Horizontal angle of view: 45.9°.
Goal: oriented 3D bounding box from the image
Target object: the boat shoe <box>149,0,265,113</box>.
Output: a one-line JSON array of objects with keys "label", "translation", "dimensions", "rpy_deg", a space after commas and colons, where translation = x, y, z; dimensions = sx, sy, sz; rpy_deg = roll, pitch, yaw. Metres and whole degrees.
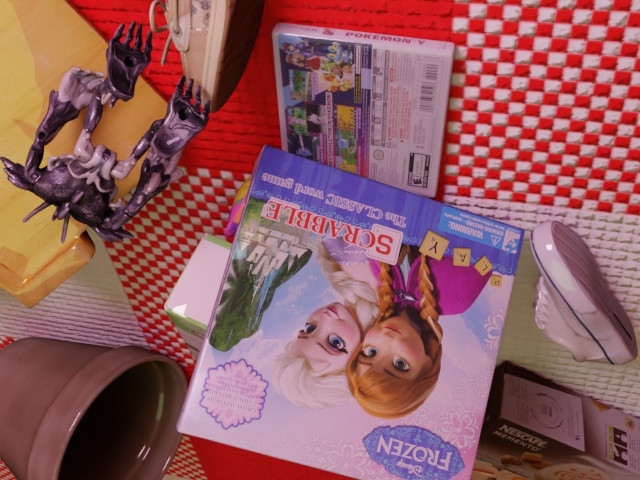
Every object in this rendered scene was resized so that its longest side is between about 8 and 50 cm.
[{"label": "boat shoe", "translation": [-0.105, -0.251, 0.692], "dimensions": [0.089, 0.104, 0.285], "rpy_deg": [18, 131, 8]}]

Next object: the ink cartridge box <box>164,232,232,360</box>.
[{"label": "ink cartridge box", "translation": [-0.075, 0.121, 1.008], "dimensions": [0.198, 0.115, 0.273], "rpy_deg": [23, 160, 8]}]

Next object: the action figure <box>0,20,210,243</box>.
[{"label": "action figure", "translation": [-0.217, -0.096, 0.783], "dimensions": [0.164, 0.141, 0.275], "rpy_deg": [39, 138, -19]}]

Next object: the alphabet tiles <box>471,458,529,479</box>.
[{"label": "alphabet tiles", "translation": [0.245, 0.431, 1.391], "dimensions": [0.278, 0.021, 0.284], "rpy_deg": [11, 140, 9]}]

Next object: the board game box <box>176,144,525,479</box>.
[{"label": "board game box", "translation": [0.040, 0.094, 0.837], "dimensions": [0.318, 0.318, 0.066], "rpy_deg": [16, 168, -8]}]

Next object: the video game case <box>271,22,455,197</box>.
[{"label": "video game case", "translation": [0.044, -0.136, 0.820], "dimensions": [0.183, 0.023, 0.201], "rpy_deg": [9, 140, 10]}]

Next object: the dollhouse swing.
[{"label": "dollhouse swing", "translation": [-0.396, -0.154, 0.934], "dimensions": [0.347, 0.305, 0.315], "rpy_deg": [45, 175, -29]}]

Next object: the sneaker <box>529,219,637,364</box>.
[{"label": "sneaker", "translation": [0.298, 0.079, 0.913], "dimensions": [0.091, 0.094, 0.258], "rpy_deg": [-19, 129, 30]}]

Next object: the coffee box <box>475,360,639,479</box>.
[{"label": "coffee box", "translation": [0.346, 0.293, 1.136], "dimensions": [0.246, 0.098, 0.141], "rpy_deg": [24, 140, -7]}]

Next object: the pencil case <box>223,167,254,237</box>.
[{"label": "pencil case", "translation": [0.000, 0.000, 0.933], "dimensions": [0.236, 0.104, 0.104], "rpy_deg": [29, 139, -11]}]

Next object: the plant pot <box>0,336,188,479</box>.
[{"label": "plant pot", "translation": [-0.435, 0.303, 1.316], "dimensions": [0.280, 0.323, 0.323], "rpy_deg": [18, 143, 26]}]
